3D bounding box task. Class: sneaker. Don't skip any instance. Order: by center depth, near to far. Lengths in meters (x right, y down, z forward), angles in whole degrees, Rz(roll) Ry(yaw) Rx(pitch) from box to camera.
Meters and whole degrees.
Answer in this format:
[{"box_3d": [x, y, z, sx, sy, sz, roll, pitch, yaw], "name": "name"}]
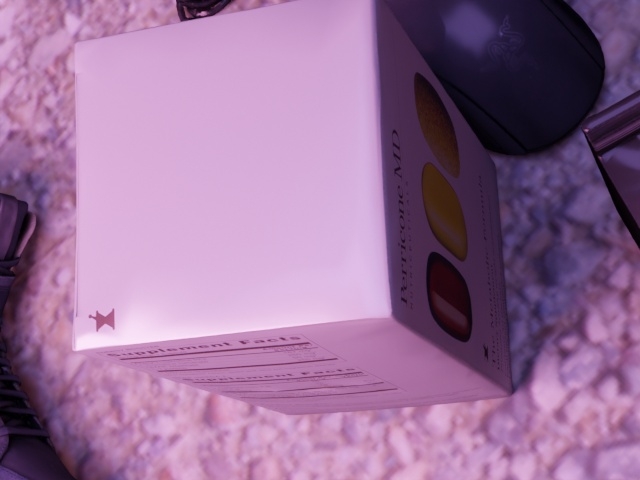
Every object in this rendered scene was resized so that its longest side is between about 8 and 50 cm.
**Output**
[{"box_3d": [-0.192, 0.061, 0.737, 0.226, 0.086, 0.163, 28, 90, 24], "name": "sneaker"}]

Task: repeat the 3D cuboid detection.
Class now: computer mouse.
[{"box_3d": [0.020, -0.127, 0.724, 0.184, 0.060, 0.262, -42, 68, 4], "name": "computer mouse"}]

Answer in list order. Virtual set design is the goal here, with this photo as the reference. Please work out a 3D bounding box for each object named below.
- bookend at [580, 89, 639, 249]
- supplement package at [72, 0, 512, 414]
[{"box_3d": [0.195, 0.014, 0.579, 0.072, 0.157, 0.156, -30, 69, 10], "name": "bookend"}, {"box_3d": [0.000, 0.000, 0.601, 0.133, 0.244, 0.139, -7, 75, 17], "name": "supplement package"}]
